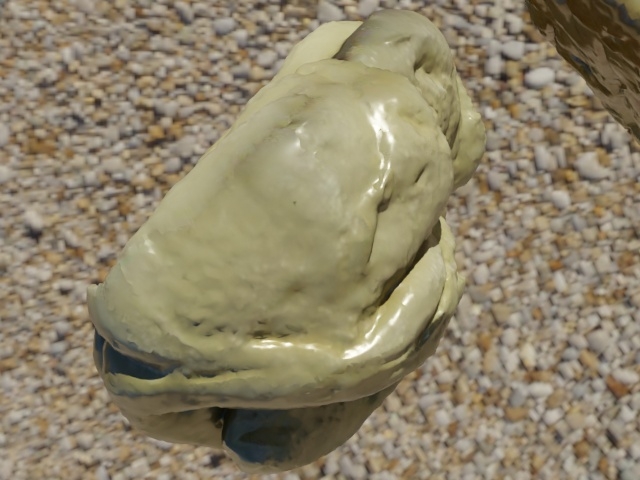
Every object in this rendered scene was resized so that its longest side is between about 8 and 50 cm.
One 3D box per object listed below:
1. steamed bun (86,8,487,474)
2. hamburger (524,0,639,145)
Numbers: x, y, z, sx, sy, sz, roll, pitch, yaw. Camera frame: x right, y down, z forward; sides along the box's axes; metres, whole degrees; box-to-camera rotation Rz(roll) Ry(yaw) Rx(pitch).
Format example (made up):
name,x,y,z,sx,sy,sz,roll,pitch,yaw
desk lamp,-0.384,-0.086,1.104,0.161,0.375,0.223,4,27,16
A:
name,x,y,z,sx,sy,sz,roll,pitch,yaw
steamed bun,-0.003,0.005,1.075,0.230,0.372,0.325,37,117,0
hamburger,0.195,-0.142,0.722,0.162,0.330,0.209,-43,87,8
